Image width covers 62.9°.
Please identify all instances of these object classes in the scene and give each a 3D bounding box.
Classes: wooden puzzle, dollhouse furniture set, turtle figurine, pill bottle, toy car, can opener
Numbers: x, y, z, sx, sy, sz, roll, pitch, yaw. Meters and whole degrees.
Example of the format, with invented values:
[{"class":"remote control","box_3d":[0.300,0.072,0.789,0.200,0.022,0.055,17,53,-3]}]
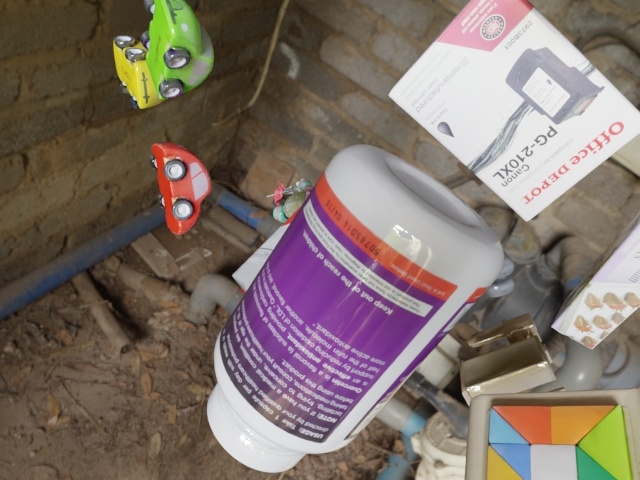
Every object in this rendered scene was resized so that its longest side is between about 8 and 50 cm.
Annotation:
[{"class":"wooden puzzle","box_3d":[0.277,0.276,0.619,0.044,0.239,0.220,48,41,-30]},{"class":"dollhouse furniture set","box_3d":[0.447,0.387,1.094,0.355,0.174,0.303,60,20,-11]},{"class":"turtle figurine","box_3d":[-0.014,-0.061,1.135,0.235,0.118,0.175,-4,82,13]},{"class":"pill bottle","box_3d":[0.014,0.079,0.522,0.182,0.322,0.181,30,22,-13]},{"class":"toy car","box_3d":[-0.142,-0.145,0.506,0.053,0.225,0.238,-16,78,-28]},{"class":"can opener","box_3d":[0.221,-0.006,0.895,0.095,0.075,0.283,-18,36,-3]}]

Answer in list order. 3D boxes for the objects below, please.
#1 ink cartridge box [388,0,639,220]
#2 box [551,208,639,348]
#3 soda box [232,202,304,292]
[{"class":"ink cartridge box","box_3d":[0.231,-0.167,0.630,0.237,0.172,0.100,41,30,-6]},{"class":"box","box_3d":[0.374,0.031,0.628,0.063,0.324,0.067,30,62,19]},{"class":"soda box","box_3d":[0.000,0.000,0.852,0.286,0.091,0.098,-46,45,-16]}]
